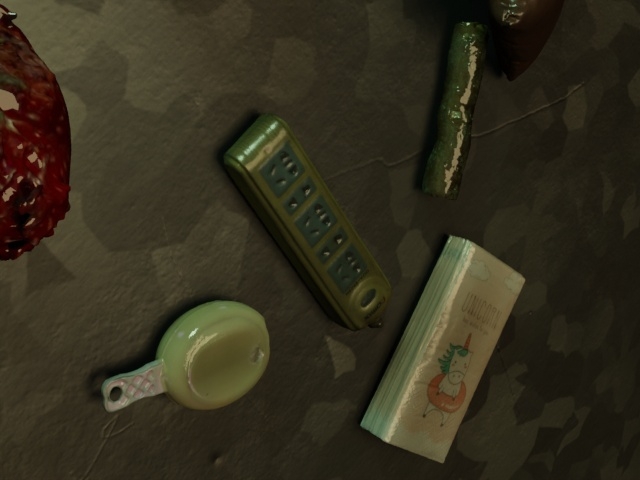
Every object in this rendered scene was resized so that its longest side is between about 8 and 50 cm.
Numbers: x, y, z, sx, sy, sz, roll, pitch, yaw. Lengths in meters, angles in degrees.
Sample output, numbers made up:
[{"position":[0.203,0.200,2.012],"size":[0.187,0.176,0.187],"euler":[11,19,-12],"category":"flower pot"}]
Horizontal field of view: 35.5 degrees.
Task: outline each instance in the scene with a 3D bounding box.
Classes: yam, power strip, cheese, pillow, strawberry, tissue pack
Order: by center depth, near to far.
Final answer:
[{"position":[-0.347,-0.075,0.880],"size":[0.274,0.274,0.220],"euler":[-15,152,-38],"category":"strawberry"},{"position":[-0.164,0.153,1.218],"size":[0.227,0.064,0.137],"euler":[-18,114,-36],"category":"cheese"},{"position":[0.000,0.000,1.315],"size":[0.092,0.066,0.387],"euler":[-48,131,-17],"category":"power strip"},{"position":[0.303,-0.397,1.369],"size":[0.305,0.108,0.308],"euler":[20,89,-78],"category":"pillow"},{"position":[0.194,-0.185,1.435],"size":[0.061,0.061,0.253],"euler":[1,103,-43],"category":"yam"},{"position":[0.194,0.169,1.545],"size":[0.170,0.071,0.325],"euler":[30,83,-42],"category":"tissue pack"}]
